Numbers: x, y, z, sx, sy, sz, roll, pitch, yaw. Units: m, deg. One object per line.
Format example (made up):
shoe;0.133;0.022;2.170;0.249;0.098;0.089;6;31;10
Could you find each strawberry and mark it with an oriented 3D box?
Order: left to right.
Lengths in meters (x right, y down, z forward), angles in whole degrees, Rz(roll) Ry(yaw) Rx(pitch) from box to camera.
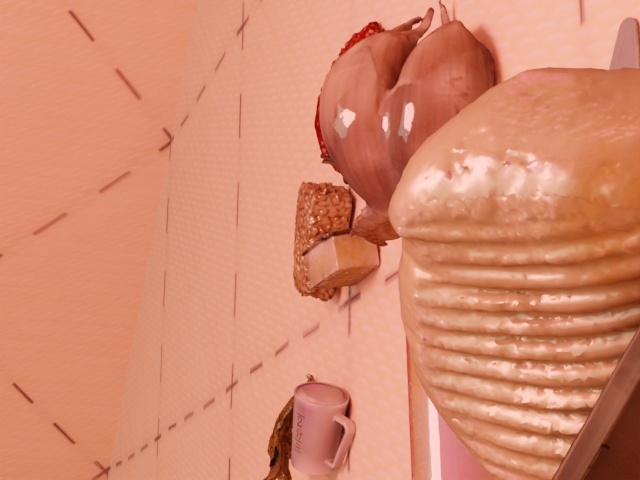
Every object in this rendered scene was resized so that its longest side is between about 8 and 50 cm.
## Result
strawberry;0.032;-0.189;1.960;0.167;0.087;0.208;116;156;-54

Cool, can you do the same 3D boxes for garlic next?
garlic;0.108;-0.136;1.646;0.237;0.210;0.291;-4;-84;-72

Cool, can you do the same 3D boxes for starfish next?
starfish;-0.040;0.283;2.062;0.176;0.053;0.208;71;-144;-61

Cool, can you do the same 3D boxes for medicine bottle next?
medicine bottle;0.136;0.195;1.458;0.108;0.108;0.426;125;148;-60

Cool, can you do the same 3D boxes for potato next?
potato;0.027;0.024;1.925;0.122;0.086;0.061;141;118;-66

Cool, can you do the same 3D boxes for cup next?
cup;0.006;0.257;1.958;0.104;0.074;0.116;24;115;43

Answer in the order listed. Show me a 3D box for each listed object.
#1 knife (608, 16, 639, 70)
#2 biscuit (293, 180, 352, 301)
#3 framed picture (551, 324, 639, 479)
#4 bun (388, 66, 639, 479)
knife;0.240;-0.031;1.288;0.080;0.044;0.331;-131;52;-66
biscuit;0.000;0.000;2.039;0.082;0.070;0.168;-127;43;-72
framed picture;0.275;0.146;0.794;0.017;0.274;0.217;-43;-20;-48
bun;0.224;0.045;0.933;0.219;0.365;0.365;-42;-14;-37
